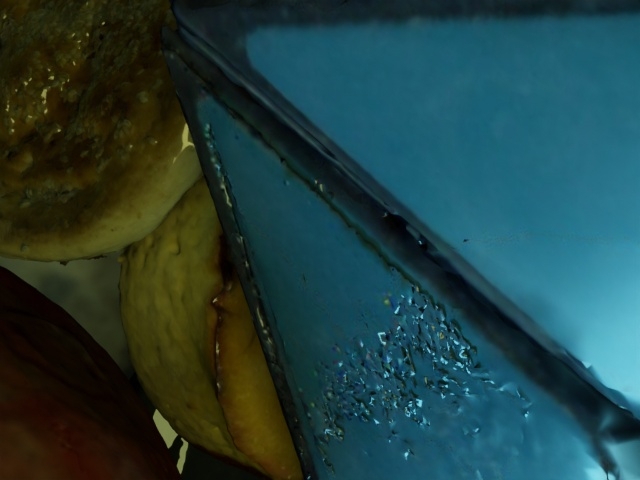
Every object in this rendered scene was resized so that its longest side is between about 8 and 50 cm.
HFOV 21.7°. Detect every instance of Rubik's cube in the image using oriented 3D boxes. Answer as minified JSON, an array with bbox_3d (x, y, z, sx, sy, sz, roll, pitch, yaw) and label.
[{"bbox_3d":[0.174,0.005,0.508,0.310,0.305,0.307,-37,119,-43],"label":"Rubik's cube"}]

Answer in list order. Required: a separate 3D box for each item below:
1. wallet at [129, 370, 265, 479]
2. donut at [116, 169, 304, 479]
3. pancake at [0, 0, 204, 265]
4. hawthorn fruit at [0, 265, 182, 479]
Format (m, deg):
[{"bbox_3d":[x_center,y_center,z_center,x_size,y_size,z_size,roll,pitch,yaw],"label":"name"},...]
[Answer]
[{"bbox_3d":[-0.046,0.173,0.682,0.169,0.052,0.245,22,96,-22],"label":"wallet"},{"bbox_3d":[0.000,0.000,0.596,0.166,0.073,0.184,42,62,-49],"label":"donut"},{"bbox_3d":[-0.085,-0.065,0.558,0.028,0.158,0.158,23,100,-54],"label":"pancake"},{"bbox_3d":[-0.141,0.103,0.553,0.224,0.224,0.260,-7,64,-13],"label":"hawthorn fruit"}]
